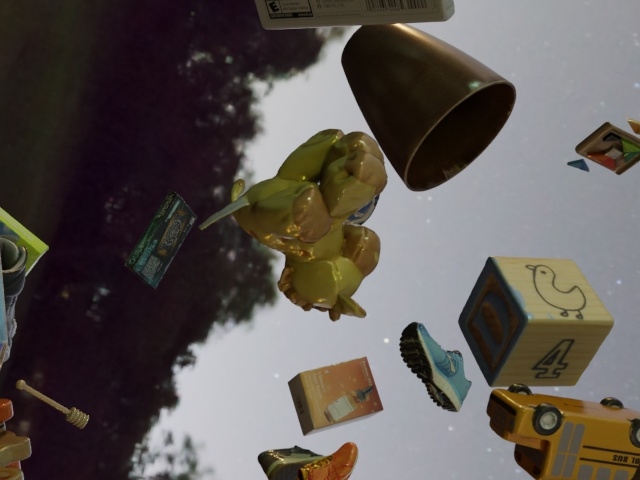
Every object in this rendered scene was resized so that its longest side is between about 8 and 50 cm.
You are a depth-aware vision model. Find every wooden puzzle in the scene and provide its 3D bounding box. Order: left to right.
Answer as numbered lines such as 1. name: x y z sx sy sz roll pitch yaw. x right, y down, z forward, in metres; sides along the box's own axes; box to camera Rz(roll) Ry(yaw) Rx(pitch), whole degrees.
1. wooden puzzle: 0.372 -0.115 1.087 0.116 0.078 0.014 122 -11 -55

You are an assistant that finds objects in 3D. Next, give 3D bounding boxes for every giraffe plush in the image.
1. giraffe plush: 0.000 0.000 0.945 0.210 0.170 0.181 -27 -156 10

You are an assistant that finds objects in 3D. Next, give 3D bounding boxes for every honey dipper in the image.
1. honey dipper: -0.526 0.318 1.680 0.030 0.160 0.030 -36 -149 26

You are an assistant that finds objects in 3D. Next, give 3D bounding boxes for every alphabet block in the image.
1. alphabet block: 0.416 0.161 1.686 0.192 0.197 0.193 -110 -150 -45

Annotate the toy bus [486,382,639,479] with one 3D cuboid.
1. toy bus: 0.433 0.326 1.400 0.108 0.332 0.130 -145 -113 -72

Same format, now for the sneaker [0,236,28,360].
1. sneaker: -0.458 0.065 1.185 0.268 0.101 0.153 26 -77 66

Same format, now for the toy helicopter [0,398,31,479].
1. toy helicopter: -0.596 0.380 1.436 0.355 0.235 0.140 2 -82 55

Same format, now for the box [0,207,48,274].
1. box: -0.652 -0.001 1.730 0.109 0.178 0.042 -47 -173 18

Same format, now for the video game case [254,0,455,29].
1. video game case: 0.012 -0.446 1.202 0.329 0.300 0.036 8 -141 35

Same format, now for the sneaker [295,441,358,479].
1. sneaker: 0.001 0.426 1.558 0.175 0.067 0.064 -40 -159 -22

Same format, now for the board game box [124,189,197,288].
1. board game box: -0.336 -0.001 1.822 0.186 0.026 0.126 -62 159 -16

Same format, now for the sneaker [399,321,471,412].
1. sneaker: 0.180 0.185 1.324 0.073 0.162 0.063 -43 -157 -28

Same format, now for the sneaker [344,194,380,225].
1. sneaker: 0.033 -0.063 1.651 0.211 0.081 0.080 -34 -143 39

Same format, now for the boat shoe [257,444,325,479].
1. boat shoe: -0.049 0.464 1.796 0.073 0.223 0.080 45 -76 32

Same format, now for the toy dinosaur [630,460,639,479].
1. toy dinosaur: 0.335 0.279 0.888 0.092 0.053 0.183 22 -87 42

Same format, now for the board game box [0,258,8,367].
1. board game box: -0.484 0.047 0.864 0.141 0.291 0.232 -56 -138 42

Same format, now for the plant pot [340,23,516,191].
1. plant pot: 0.141 -0.230 1.318 0.230 0.215 0.215 49 -48 23

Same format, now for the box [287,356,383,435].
1. box: 0.033 0.346 1.909 0.091 0.170 0.130 130 -55 -61
